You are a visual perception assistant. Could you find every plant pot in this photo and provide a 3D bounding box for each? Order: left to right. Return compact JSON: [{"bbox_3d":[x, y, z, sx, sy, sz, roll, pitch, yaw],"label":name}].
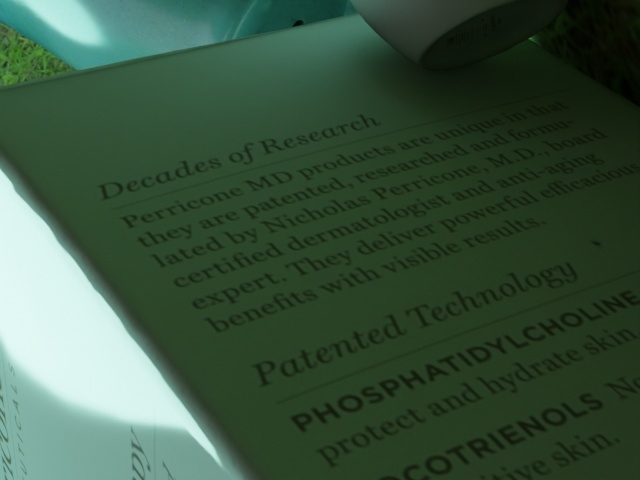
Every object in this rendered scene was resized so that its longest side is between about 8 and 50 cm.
[{"bbox_3d":[-0.096,-0.213,0.946,0.255,0.272,0.271,40,161,23],"label":"plant pot"}]

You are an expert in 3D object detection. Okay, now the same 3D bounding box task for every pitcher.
[{"bbox_3d":[0.058,-0.196,0.682,0.178,0.125,0.207,30,-141,-76],"label":"pitcher"}]

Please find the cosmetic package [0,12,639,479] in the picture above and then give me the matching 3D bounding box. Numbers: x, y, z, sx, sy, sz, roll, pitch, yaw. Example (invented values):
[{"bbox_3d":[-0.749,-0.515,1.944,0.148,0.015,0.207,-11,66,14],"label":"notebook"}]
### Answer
[{"bbox_3d":[0.042,0.114,0.661,0.394,0.327,0.329,43,140,43],"label":"cosmetic package"}]
